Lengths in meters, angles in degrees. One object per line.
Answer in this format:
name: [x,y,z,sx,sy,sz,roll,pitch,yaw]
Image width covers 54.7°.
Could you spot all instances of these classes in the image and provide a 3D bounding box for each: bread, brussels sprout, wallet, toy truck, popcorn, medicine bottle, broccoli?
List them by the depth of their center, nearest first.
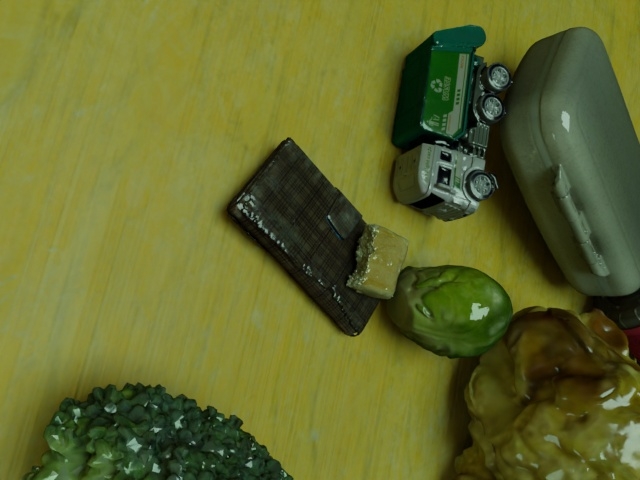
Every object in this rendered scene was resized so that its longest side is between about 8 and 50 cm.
broccoli: [-0.103,0.313,0.516,0.338,0.277,0.317,23,93,-21]
wallet: [0.000,0.000,0.735,0.230,0.042,0.124,47,61,-23]
bread: [0.070,0.027,0.743,0.070,0.035,0.083,19,82,-39]
brussels sprout: [0.164,0.089,0.779,0.155,0.155,0.117,0,87,-33]
popcorn: [0.307,0.246,0.795,0.225,0.265,0.332,34,86,-31]
toy truck: [0.169,-0.160,0.826,0.124,0.114,0.253,16,77,-18]
medicine bottle: [0.394,-0.108,0.924,0.375,0.123,0.282,53,51,-28]

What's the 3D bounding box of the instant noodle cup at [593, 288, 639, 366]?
instant noodle cup: [0.570,0.107,0.998,0.181,0.258,0.302,38,67,-10]
